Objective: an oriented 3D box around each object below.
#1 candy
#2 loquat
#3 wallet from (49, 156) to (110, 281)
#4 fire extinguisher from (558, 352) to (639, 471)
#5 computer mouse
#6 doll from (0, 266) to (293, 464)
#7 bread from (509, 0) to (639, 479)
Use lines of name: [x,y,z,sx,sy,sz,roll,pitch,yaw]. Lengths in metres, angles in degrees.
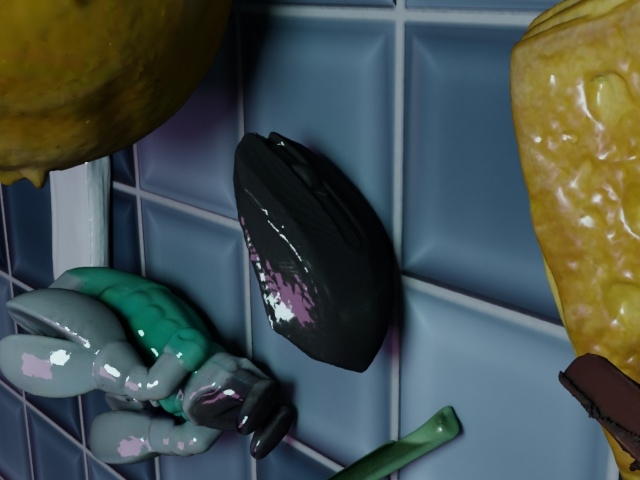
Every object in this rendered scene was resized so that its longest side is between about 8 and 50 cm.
candy: [-0.044,0.228,0.709,0.440,0.119,0.119,-40,70,41]
loquat: [-0.211,-0.198,0.592,0.328,0.328,0.328,19,115,46]
wallet: [-0.241,-0.022,0.909,0.095,0.033,0.190,30,123,40]
fire extinguisher: [0.206,0.174,0.301,0.341,0.105,0.141,50,174,-1]
computer mouse: [0.000,0.000,0.575,0.057,0.099,0.172,-31,79,41]
doll: [-0.157,0.101,0.746,0.258,0.153,0.195,-5,125,55]
bread: [0.187,-0.007,0.348,0.210,0.099,0.235,-14,94,55]
